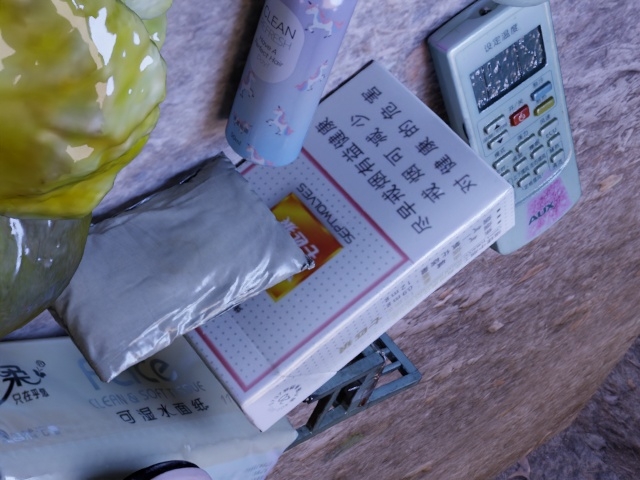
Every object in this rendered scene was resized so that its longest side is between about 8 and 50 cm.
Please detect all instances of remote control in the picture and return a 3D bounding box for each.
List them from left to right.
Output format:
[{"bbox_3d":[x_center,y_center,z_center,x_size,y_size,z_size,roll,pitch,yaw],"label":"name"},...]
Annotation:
[{"bbox_3d":[0.223,-0.132,1.227,0.145,0.050,0.344,-37,135,-11],"label":"remote control"}]

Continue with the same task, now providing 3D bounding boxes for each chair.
[{"bbox_3d":[0.028,0.151,1.413,0.270,0.136,0.147,-20,148,-36],"label":"chair"}]

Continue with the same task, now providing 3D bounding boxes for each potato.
[{"bbox_3d":[-0.248,-0.002,0.721,0.228,0.149,0.197,45,65,-83],"label":"potato"}]

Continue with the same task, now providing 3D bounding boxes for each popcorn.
[{"bbox_3d":[-0.211,-0.126,0.520,0.277,0.225,0.276,-10,164,-3],"label":"popcorn"}]

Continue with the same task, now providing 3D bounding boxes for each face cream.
[{"bbox_3d":[-0.021,-0.170,0.907,0.075,0.075,0.229,-20,147,-38],"label":"face cream"}]

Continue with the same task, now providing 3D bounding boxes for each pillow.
[{"bbox_3d":[-0.138,0.018,0.954,0.230,0.148,0.050,-30,164,-22],"label":"pillow"}]

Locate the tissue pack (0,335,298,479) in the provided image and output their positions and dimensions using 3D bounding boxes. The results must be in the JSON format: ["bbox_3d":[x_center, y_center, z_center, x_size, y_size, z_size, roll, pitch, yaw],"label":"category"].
[{"bbox_3d":[-0.271,0.264,1.086,0.331,0.205,0.405,-53,153,22],"label":"tissue pack"}]

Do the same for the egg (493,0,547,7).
[{"bbox_3d":[0.197,-0.291,0.960,0.164,0.131,0.131,-50,155,0],"label":"egg"}]

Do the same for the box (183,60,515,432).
[{"bbox_3d":[0.000,-0.001,1.046,0.330,0.210,0.095,-38,154,-9],"label":"box"}]

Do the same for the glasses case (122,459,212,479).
[{"bbox_3d":[-0.208,0.318,0.940,0.314,0.075,0.122,-53,153,11],"label":"glasses case"}]
